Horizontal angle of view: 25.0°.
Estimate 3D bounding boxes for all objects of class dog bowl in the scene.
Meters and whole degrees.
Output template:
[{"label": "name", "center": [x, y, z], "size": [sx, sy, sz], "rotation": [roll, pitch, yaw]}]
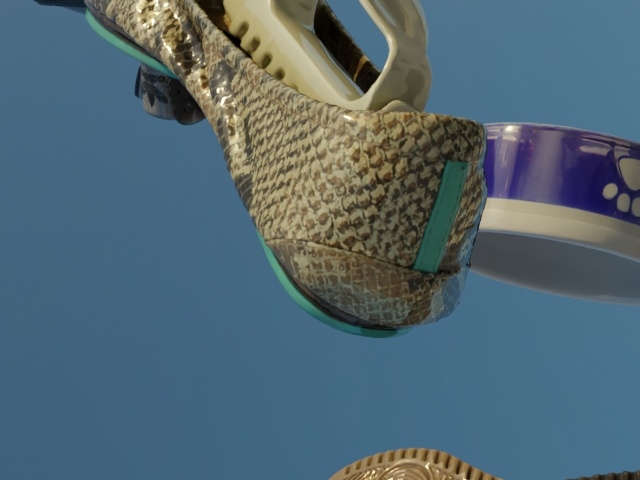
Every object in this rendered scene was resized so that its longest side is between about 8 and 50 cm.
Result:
[{"label": "dog bowl", "center": [0.235, -0.020, 1.366], "size": [0.264, 0.265, 0.104], "rotation": [21, -103, -33]}]

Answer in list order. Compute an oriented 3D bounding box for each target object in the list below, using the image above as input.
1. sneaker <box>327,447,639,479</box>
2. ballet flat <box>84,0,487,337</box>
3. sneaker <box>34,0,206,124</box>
[{"label": "sneaker", "center": [0.134, 0.205, 0.876], "size": [0.153, 0.282, 0.099], "rotation": [48, -130, -41]}, {"label": "ballet flat", "center": [-0.022, -0.133, 0.924], "size": [0.164, 0.182, 0.483], "rotation": [7, -153, -30]}, {"label": "sneaker", "center": [-0.155, -0.182, 1.293], "size": [0.268, 0.101, 0.153], "rotation": [-5, -61, -43]}]
